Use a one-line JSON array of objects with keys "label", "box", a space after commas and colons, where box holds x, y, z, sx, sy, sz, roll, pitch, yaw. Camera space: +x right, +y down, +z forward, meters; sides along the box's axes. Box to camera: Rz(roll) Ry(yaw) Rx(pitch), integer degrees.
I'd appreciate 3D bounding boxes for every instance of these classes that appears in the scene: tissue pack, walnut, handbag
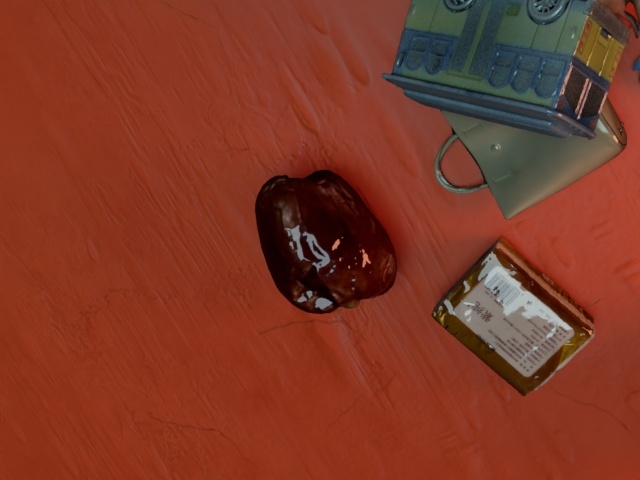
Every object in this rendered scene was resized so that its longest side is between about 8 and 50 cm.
[{"label": "tissue pack", "box": [0.334, 0.136, 1.440, 0.226, 0.092, 0.183, 40, 116, 1]}, {"label": "walnut", "box": [0.000, 0.000, 1.460, 0.222, 0.244, 0.269, -23, 94, -15]}, {"label": "handbag", "box": [0.312, -0.164, 1.341, 0.315, 0.109, 0.241, -29, 96, 28]}]

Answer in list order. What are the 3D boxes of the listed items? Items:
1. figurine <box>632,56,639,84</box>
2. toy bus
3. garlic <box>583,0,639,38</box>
[{"label": "figurine", "box": [0.535, -0.248, 1.246, 0.114, 0.079, 0.114, 26, 131, 33]}, {"label": "toy bus", "box": [0.263, -0.271, 1.207, 0.312, 0.152, 0.190, 23, 98, 40]}, {"label": "garlic", "box": [0.415, -0.438, 1.208, 0.238, 0.210, 0.291, -2, 105, -16]}]
